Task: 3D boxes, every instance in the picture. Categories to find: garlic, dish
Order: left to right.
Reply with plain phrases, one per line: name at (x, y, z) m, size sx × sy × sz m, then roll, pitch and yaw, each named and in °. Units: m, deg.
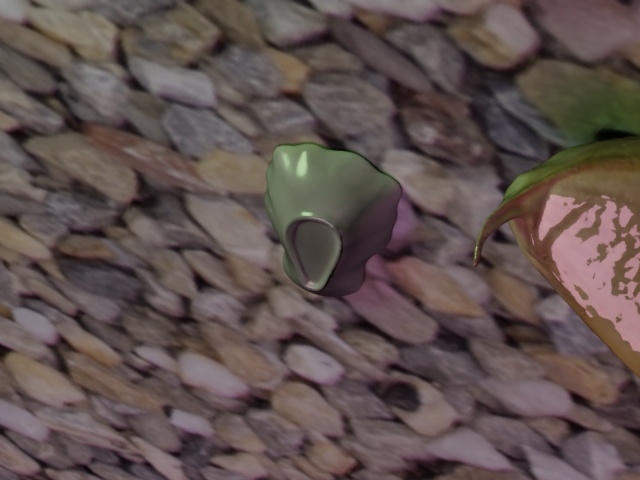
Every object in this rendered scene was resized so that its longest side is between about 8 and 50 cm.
dish at (0.000, 0.000, 1.168) m, size 0.091 × 0.039 × 0.137 m, roll 16°, pitch 136°, yaw 8°
garlic at (0.209, 0.024, 1.012) m, size 0.245 × 0.164 × 0.145 m, roll 39°, pitch 153°, yaw -9°
